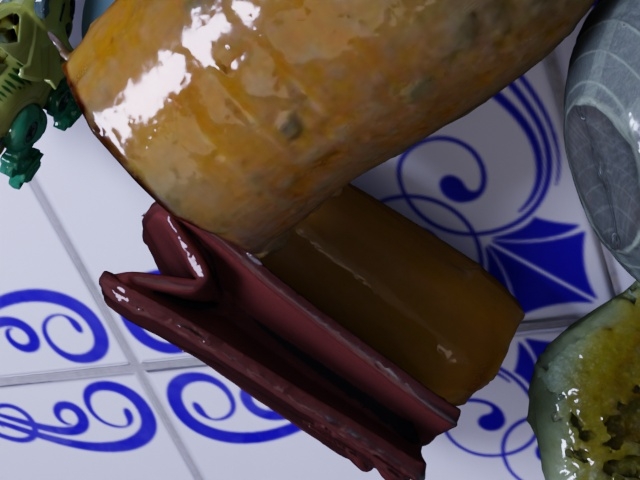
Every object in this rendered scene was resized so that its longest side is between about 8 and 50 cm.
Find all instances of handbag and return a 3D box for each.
[{"bbox_3d":[-0.042,0.088,0.877,0.276,0.084,0.260,34,167,-3],"label":"handbag"}]

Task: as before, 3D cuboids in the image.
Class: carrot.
[{"bbox_3d":[0.015,-0.155,0.697,0.341,0.224,0.224,-39,105,15],"label":"carrot"}]

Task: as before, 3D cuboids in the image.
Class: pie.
[{"bbox_3d":[0.331,0.188,0.852,0.371,0.296,0.078,18,166,6],"label":"pie"}]

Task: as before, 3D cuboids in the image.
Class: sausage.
[{"bbox_3d":[-0.003,0.004,0.925,0.354,0.116,0.134,34,154,0],"label":"sausage"}]

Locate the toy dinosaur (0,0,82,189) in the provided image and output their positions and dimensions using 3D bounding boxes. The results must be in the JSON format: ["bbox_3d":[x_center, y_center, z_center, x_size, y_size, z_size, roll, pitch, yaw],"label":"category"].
[{"bbox_3d":[-0.258,-0.099,0.877,0.094,0.259,0.153,23,156,7],"label":"toy dinosaur"}]

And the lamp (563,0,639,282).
[{"bbox_3d":[0.268,-0.075,0.693,0.233,0.233,0.265,-1,118,21],"label":"lamp"}]

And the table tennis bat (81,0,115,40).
[{"bbox_3d":[-0.098,-0.187,0.846,0.244,0.040,0.153,-45,76,30],"label":"table tennis bat"}]
